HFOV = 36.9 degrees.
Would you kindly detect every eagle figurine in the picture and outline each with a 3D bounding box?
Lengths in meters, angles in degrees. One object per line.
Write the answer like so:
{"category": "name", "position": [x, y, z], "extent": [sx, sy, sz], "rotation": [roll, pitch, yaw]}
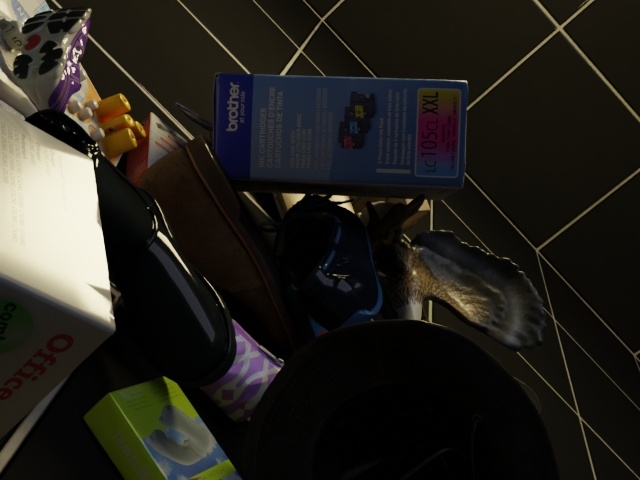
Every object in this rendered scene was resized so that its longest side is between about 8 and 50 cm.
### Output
{"category": "eagle figurine", "position": [0.156, 0.087, 1.443], "extent": [0.298, 0.225, 0.226], "rotation": [38, -21, -24]}

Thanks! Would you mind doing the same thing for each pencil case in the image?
{"category": "pencil case", "position": [-0.124, 0.104, 1.040], "extent": [0.206, 0.088, 0.086], "rotation": [45, 17, -8]}

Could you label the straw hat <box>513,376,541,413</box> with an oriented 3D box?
{"category": "straw hat", "position": [0.283, 0.273, 1.546], "extent": [0.144, 0.144, 0.061], "rotation": [42, 57, -20]}

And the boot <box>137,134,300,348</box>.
{"category": "boot", "position": [-0.123, 0.023, 1.204], "extent": [0.305, 0.115, 0.112], "rotation": [61, 0, -22]}

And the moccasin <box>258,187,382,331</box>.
{"category": "moccasin", "position": [0.000, 0.000, 1.286], "extent": [0.117, 0.138, 0.342], "rotation": [43, 5, -24]}

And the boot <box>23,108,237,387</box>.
{"category": "boot", "position": [-0.187, 0.011, 0.887], "extent": [0.247, 0.094, 0.207], "rotation": [60, 5, 27]}

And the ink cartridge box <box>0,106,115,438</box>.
{"category": "ink cartridge box", "position": [-0.312, 0.002, 0.654], "extent": [0.270, 0.198, 0.197], "rotation": [32, 25, -39]}

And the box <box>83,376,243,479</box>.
{"category": "box", "position": [-0.130, 0.214, 0.887], "extent": [0.178, 0.042, 0.109], "rotation": [52, 19, 12]}

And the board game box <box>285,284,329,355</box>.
{"category": "board game box", "position": [0.030, 0.170, 1.309], "extent": [0.160, 0.047, 0.210], "rotation": [28, 27, -45]}

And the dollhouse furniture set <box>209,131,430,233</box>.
{"category": "dollhouse furniture set", "position": [-0.008, -0.031, 1.624], "extent": [0.355, 0.174, 0.303], "rotation": [-5, 65, -32]}

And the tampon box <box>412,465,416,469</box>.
{"category": "tampon box", "position": [0.122, 0.293, 1.167], "extent": [0.101, 0.120, 0.161], "rotation": [46, 20, -5]}

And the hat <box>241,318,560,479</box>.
{"category": "hat", "position": [0.079, 0.234, 1.007], "extent": [0.331, 0.331, 0.134], "rotation": [47, -2, -6]}

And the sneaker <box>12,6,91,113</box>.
{"category": "sneaker", "position": [-0.276, -0.187, 1.000], "extent": [0.170, 0.068, 0.071], "rotation": [-86, 169, -46]}

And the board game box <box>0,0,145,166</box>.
{"category": "board game box", "position": [-0.327, -0.202, 1.027], "extent": [0.390, 0.050, 0.390], "rotation": [-88, 155, -63]}

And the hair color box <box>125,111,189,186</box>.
{"category": "hair color box", "position": [-0.208, -0.089, 1.273], "extent": [0.093, 0.053, 0.167], "rotation": [38, 23, -29]}

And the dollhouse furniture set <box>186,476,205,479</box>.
{"category": "dollhouse furniture set", "position": [-0.192, 0.207, 0.397], "extent": [0.198, 0.286, 0.303], "rotation": [54, 8, 14]}

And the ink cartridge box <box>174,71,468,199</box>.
{"category": "ink cartridge box", "position": [-0.004, -0.142, 1.363], "extent": [0.270, 0.395, 0.151], "rotation": [50, 41, -88]}
